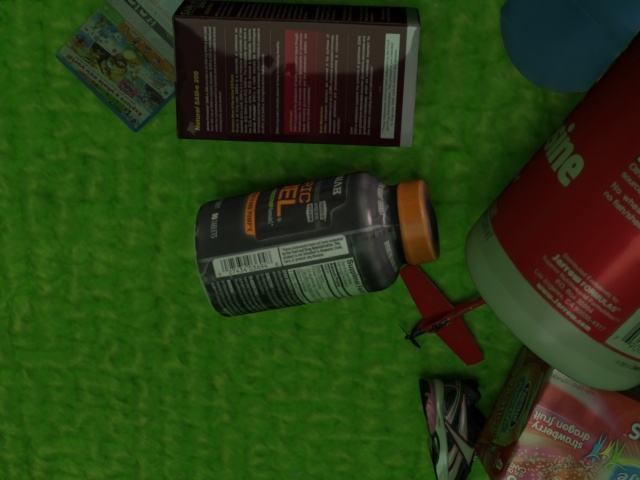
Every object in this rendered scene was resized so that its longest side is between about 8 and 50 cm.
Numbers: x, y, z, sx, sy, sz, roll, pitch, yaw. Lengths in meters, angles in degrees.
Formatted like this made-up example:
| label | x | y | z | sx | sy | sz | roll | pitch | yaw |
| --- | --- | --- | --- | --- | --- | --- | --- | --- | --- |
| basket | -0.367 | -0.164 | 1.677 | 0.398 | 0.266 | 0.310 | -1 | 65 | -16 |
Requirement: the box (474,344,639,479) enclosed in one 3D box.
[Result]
| label | x | y | z | sx | sy | sz | roll | pitch | yaw |
| --- | --- | --- | --- | --- | --- | --- | --- | --- | --- |
| box | 0.341 | 0.243 | 1.148 | 0.300 | 0.142 | 0.154 | 25 | 96 | -3 |

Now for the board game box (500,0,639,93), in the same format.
| label | x | y | z | sx | sy | sz | roll | pitch | yaw |
| --- | --- | --- | --- | --- | --- | --- | --- | --- | --- |
| board game box | 0.252 | -0.220 | 0.987 | 0.168 | 0.033 | 0.133 | -53 | 56 | 28 |

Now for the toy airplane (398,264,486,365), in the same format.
| label | x | y | z | sx | sy | sz | roll | pitch | yaw |
| --- | --- | --- | --- | --- | --- | --- | --- | --- | --- |
| toy airplane | 0.159 | 0.080 | 1.181 | 0.151 | 0.028 | 0.151 | 4 | 116 | 8 |

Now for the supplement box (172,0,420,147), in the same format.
| label | x | y | z | sx | sy | sz | roll | pitch | yaw |
| --- | --- | --- | --- | --- | --- | --- | --- | --- | --- |
| supplement box | -0.024 | -0.168 | 1.051 | 0.240 | 0.073 | 0.130 | 3 | 117 | 1 |

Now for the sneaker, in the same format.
| label | x | y | z | sx | sy | sz | roll | pitch | yaw |
| --- | --- | --- | --- | --- | --- | --- | --- | --- | --- |
| sneaker | 0.168 | 0.240 | 1.240 | 0.077 | 0.072 | 0.178 | -10 | 121 | 2 |

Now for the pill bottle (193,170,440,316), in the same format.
| label | x | y | z | sx | sy | sz | roll | pitch | yaw |
| --- | --- | --- | --- | --- | --- | --- | --- | --- | --- |
| pill bottle | 0.000 | 0.000 | 1.110 | 0.246 | 0.130 | 0.130 | -11 | 114 | 13 |

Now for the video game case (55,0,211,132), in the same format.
| label | x | y | z | sx | sy | sz | roll | pitch | yaw |
| --- | --- | --- | --- | --- | --- | --- | --- | --- | --- |
| video game case | -0.184 | -0.208 | 1.099 | 0.166 | 0.015 | 0.119 | -39 | 105 | 24 |

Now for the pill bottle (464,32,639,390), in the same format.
| label | x | y | z | sx | sy | sz | roll | pitch | yaw |
| --- | --- | --- | --- | --- | --- | --- | --- | --- | --- |
| pill bottle | 0.340 | -0.070 | 0.965 | 0.229 | 0.229 | 0.407 | 34 | 116 | -9 |
